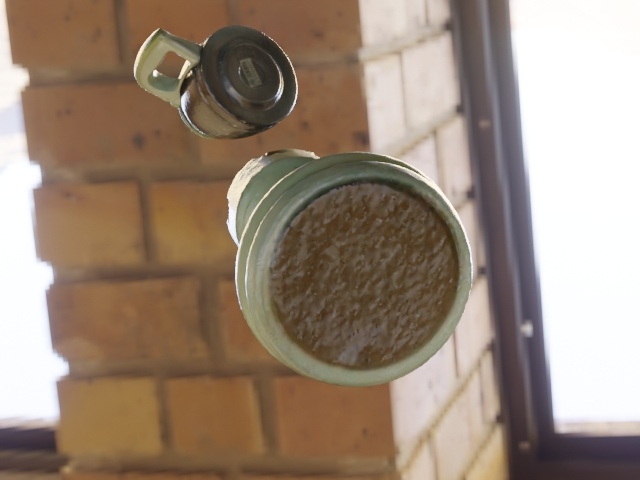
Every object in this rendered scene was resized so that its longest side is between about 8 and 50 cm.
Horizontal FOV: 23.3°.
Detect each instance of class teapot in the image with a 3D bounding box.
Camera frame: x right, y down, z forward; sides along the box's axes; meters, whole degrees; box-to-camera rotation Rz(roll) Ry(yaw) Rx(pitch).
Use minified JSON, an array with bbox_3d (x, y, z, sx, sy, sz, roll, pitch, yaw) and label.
[{"bbox_3d":[-0.090,-0.136,1.320,0.091,0.124,0.092,-32,-168,51],"label":"teapot"}]

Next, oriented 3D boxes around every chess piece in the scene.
[{"bbox_3d":[0.000,0.000,1.374,0.194,0.195,0.299,-8,-166,-13],"label":"chess piece"}]
